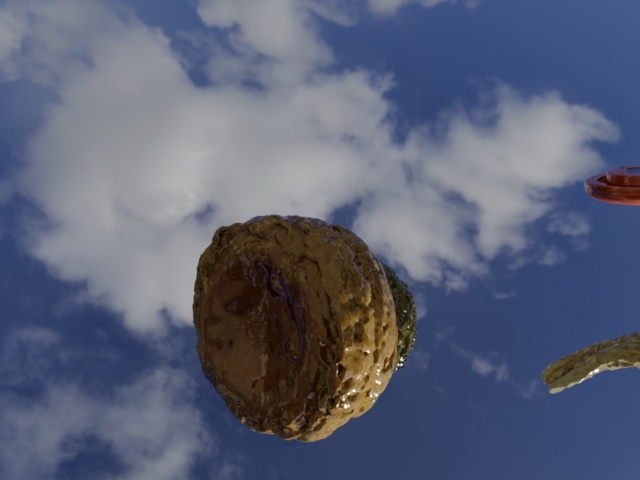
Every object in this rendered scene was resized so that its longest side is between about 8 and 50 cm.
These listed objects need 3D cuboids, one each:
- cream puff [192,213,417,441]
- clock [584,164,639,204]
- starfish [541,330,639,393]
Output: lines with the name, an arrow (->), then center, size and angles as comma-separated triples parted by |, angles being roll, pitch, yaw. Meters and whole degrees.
cream puff -> 0.003, 0.063, 0.435 | 0.168, 0.183, 0.183 | -4, -133, -48
clock -> 0.577, -0.102, 0.887 | 0.205, 0.052, 0.205 | -6, -167, 1
starfish -> 0.459, 0.105, 0.499 | 0.431, 0.324, 0.083 | -21, -95, 12
